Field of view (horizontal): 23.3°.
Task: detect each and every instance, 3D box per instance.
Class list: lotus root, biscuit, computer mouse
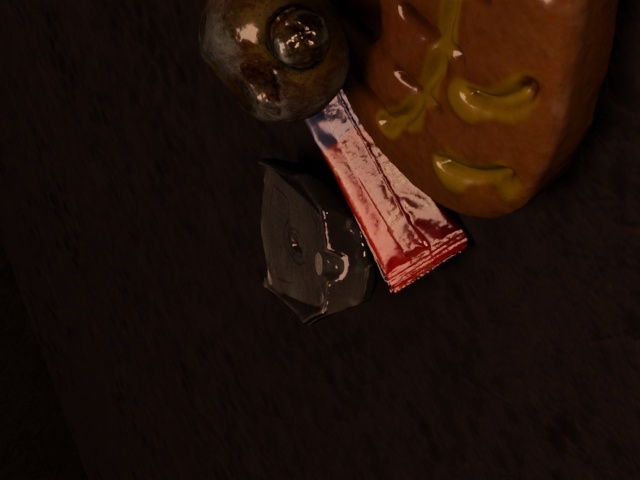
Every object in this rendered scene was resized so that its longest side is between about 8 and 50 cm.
[{"bbox_3d":[-0.029,-0.135,1.060,0.113,0.088,0.192,58,170,-9],"label":"lotus root"},{"bbox_3d":[0.057,-0.202,0.974,0.350,0.070,0.394,47,151,41],"label":"biscuit"},{"bbox_3d":[0.002,-0.003,1.302,0.231,0.071,0.126,-153,58,-68],"label":"computer mouse"}]

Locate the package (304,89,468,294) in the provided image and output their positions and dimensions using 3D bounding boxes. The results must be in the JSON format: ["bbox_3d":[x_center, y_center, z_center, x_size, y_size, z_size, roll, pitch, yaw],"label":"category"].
[{"bbox_3d":[0.039,-0.064,1.175,0.083,0.022,0.200,-33,78,33],"label":"package"}]
